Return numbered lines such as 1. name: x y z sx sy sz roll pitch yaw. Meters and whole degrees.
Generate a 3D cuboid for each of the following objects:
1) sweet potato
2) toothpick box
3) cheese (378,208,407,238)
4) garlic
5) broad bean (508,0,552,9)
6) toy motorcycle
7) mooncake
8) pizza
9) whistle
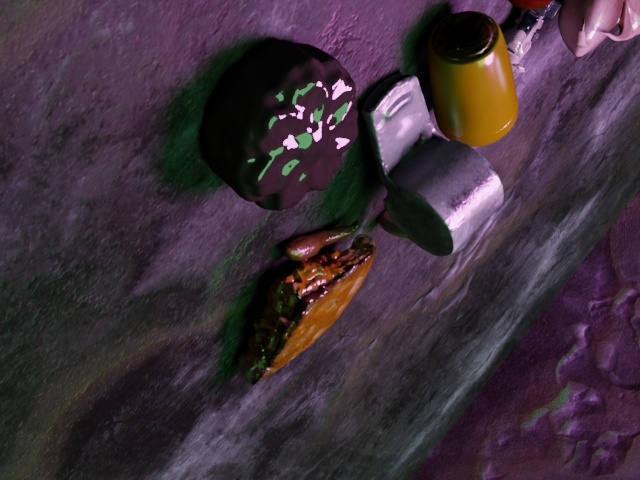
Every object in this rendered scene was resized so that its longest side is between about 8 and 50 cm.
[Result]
1. sweet potato: 0.000 0.000 1.939 0.214 0.050 0.050 -22 140 -43
2. toothpick box: 0.302 -0.329 1.878 0.175 0.175 0.271 -46 149 -12
3. cheese: 0.219 -0.028 2.089 0.097 0.192 0.037 -40 136 -15
4. garlic: 0.650 -0.529 2.039 0.246 0.232 0.340 97 9 -67
5. broad bean: 0.425 -0.564 1.840 0.228 0.156 0.122 81 11 -47
6. toy motorcycle: 0.436 -0.449 2.027 0.221 0.102 0.150 -58 173 19
7. mooncake: -0.055 -0.185 1.542 0.283 0.141 0.283 -37 147 -29
8. pizza: -0.036 0.142 1.981 0.409 0.114 0.278 -52 157 6
9. whistle: 0.211 -0.144 1.904 0.168 0.404 0.188 -42 -167 -20
